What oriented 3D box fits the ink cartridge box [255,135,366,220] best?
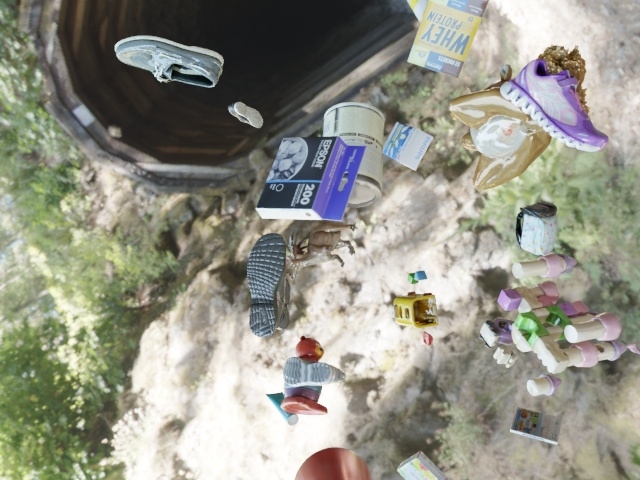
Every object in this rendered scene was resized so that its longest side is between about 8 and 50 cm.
[{"bbox_3d":[-0.021,-0.142,1.323,0.045,0.208,0.206,53,-132,-50],"label":"ink cartridge box"}]

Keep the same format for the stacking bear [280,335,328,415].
[{"bbox_3d":[-0.056,0.520,2.317,0.175,0.164,0.289,31,-126,-34],"label":"stacking bear"}]

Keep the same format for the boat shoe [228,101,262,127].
[{"bbox_3d":[-0.217,-0.364,1.725,0.125,0.038,0.046,21,-103,-53],"label":"boat shoe"}]

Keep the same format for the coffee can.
[{"bbox_3d":[0.101,-0.271,1.895,0.201,0.201,0.275,38,-128,-54],"label":"coffee can"}]

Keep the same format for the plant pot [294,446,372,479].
[{"bbox_3d":[0.054,0.822,1.869,0.275,0.275,0.243,57,172,0],"label":"plant pot"}]

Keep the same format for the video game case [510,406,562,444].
[{"bbox_3d":[0.589,0.503,1.616,0.087,0.122,0.011,-49,-41,-45],"label":"video game case"}]

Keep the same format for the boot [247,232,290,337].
[{"bbox_3d":[-0.155,0.136,1.924,0.223,0.118,0.338,-15,-65,-77],"label":"boot"}]

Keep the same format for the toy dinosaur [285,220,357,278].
[{"bbox_3d":[0.000,0.000,1.965,0.200,0.295,0.127,18,139,32],"label":"toy dinosaur"}]

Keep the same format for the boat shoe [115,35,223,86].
[{"bbox_3d":[-0.455,-0.527,1.770,0.116,0.319,0.099,121,154,-69],"label":"boat shoe"}]

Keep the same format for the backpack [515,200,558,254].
[{"bbox_3d":[0.783,-0.038,2.132,0.115,0.152,0.182,30,125,52],"label":"backpack"}]

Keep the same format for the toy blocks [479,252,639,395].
[{"bbox_3d":[0.632,0.221,1.542,0.288,0.260,0.309,-118,30,-44],"label":"toy blocks"}]

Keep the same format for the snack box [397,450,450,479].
[{"bbox_3d":[0.308,0.695,1.733,0.141,0.100,0.037,45,-141,7],"label":"snack box"}]

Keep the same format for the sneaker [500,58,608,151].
[{"bbox_3d":[0.459,-0.265,1.132,0.095,0.104,0.236,-9,-130,-46],"label":"sneaker"}]

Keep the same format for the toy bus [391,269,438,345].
[{"bbox_3d":[0.265,0.206,1.763,0.191,0.104,0.202,-116,28,-44],"label":"toy bus"}]

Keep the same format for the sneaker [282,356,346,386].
[{"bbox_3d":[-0.029,0.487,2.137,0.115,0.281,0.105,24,-107,-38],"label":"sneaker"}]

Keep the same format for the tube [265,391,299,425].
[{"bbox_3d":[-0.153,0.676,2.423,0.080,0.052,0.207,5,-163,-29],"label":"tube"}]

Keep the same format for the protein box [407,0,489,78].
[{"bbox_3d":[0.325,-0.548,1.497,0.136,0.201,0.200,20,-148,4],"label":"protein box"}]

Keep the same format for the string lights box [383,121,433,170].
[{"bbox_3d":[0.314,-0.350,2.175,0.077,0.133,0.259,25,-169,-14],"label":"string lights box"}]

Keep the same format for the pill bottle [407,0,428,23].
[{"bbox_3d":[0.372,-0.788,2.013,0.184,0.103,0.103,65,-165,18],"label":"pill bottle"}]

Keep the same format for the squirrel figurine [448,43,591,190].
[{"bbox_3d":[0.587,-0.386,1.726,0.281,0.397,0.370,60,-150,-17],"label":"squirrel figurine"}]
